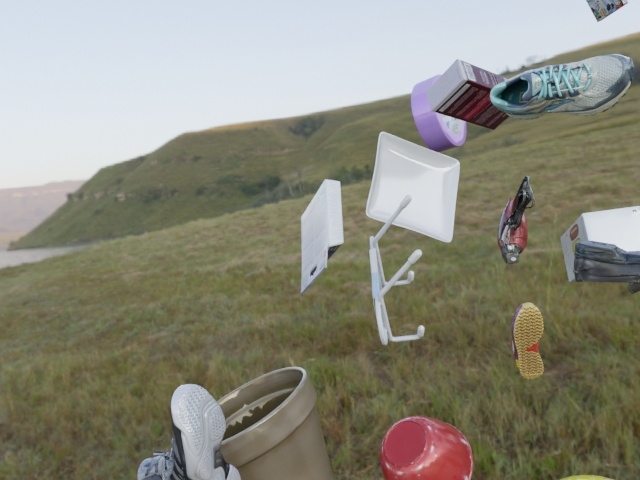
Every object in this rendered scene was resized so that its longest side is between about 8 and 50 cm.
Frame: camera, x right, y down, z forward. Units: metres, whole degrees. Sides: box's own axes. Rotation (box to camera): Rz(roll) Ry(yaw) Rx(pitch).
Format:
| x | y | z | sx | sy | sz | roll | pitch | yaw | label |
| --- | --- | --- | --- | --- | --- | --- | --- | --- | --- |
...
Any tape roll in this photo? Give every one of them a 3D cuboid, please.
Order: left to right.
| x | y | z | sx | sy | sz | roll | pitch | yaw | label |
| --- | --- | --- | --- | --- | --- | --- | --- | --- | --- |
| 0.446 | -0.473 | 2.011 | 0.090 | 0.275 | 0.275 | -13 | -1 | 38 | tape roll |

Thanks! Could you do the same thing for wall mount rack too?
| x | y | z | sx | sy | sz | roll | pitch | yaw | label |
| --- | --- | --- | --- | --- | --- | --- | --- | --- | --- |
| 0.189 | 0.076 | 1.347 | 0.130 | 0.304 | 0.350 | -9 | 41 | 7 | wall mount rack |

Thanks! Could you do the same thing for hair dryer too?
| x | y | z | sx | sy | sz | roll | pitch | yaw | label |
| --- | --- | --- | --- | --- | --- | --- | --- | --- | --- |
| 0.535 | -0.062 | 1.431 | 0.080 | 0.223 | 0.293 | 15 | 14 | 8 | hair dryer |

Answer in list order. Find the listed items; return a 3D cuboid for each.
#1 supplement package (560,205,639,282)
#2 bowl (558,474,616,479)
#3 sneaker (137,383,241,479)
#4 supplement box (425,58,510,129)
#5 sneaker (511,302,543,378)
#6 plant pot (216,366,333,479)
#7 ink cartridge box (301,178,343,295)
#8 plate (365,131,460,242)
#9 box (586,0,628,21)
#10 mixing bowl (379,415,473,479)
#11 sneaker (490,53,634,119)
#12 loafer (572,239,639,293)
| x | y | z | sx | sy | sz | roll | pitch | yaw | label |
| --- | --- | --- | --- | --- | --- | --- | --- | --- | --- |
| 0.723 | 0.016 | 1.380 | 0.134 | 0.139 | 0.244 | -8 | -16 | 10 | supplement package |
| 0.444 | 0.558 | 0.998 | 0.156 | 0.289 | 0.289 | 14 | 17 | 43 | bowl |
| -0.226 | 0.342 | 0.844 | 0.153 | 0.268 | 0.101 | -4 | 26 | 15 | sneaker |
| 0.416 | -0.383 | 1.430 | 0.239 | 0.073 | 0.130 | 8 | -31 | -30 | supplement box |
| 0.457 | 0.215 | 1.211 | 0.069 | 0.185 | 0.084 | -7 | 19 | 3 | sneaker |
| -0.112 | 0.488 | 1.206 | 0.323 | 0.280 | 0.323 | -26 | 6 | 3 | plant pot |
| 0.000 | 0.000 | 1.306 | 0.045 | 0.224 | 0.223 | 7 | -23 | -16 | ink cartridge box |
| 0.270 | -0.150 | 1.573 | 0.278 | 0.277 | 0.045 | 17 | -21 | -15 | plate |
| 0.843 | -0.741 | 1.607 | 0.027 | 0.137 | 0.094 | -29 | 2 | -24 | box |
| 0.178 | 0.398 | 0.998 | 0.181 | 0.098 | 0.181 | -28 | 33 | 20 | mixing bowl |
| 0.475 | -0.304 | 1.088 | 0.122 | 0.110 | 0.283 | 0 | -3 | -36 | sneaker |
| 0.446 | 0.045 | 0.755 | 0.170 | 0.061 | 0.062 | 15 | 17 | 37 | loafer |
